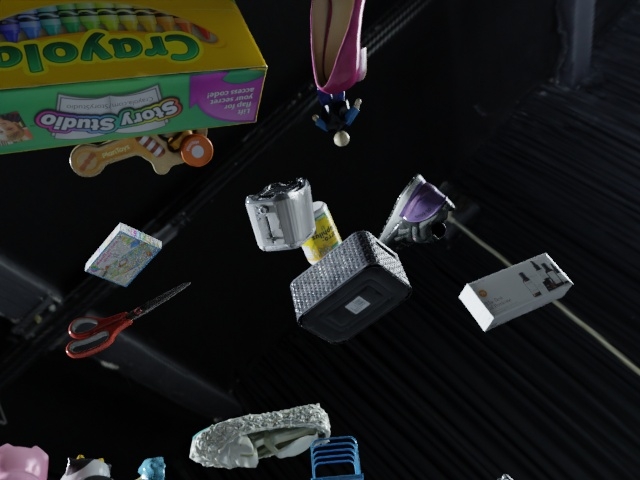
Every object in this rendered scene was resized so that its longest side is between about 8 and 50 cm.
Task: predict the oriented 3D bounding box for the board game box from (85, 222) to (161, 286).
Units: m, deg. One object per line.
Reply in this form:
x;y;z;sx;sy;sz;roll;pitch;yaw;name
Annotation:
-0.446;0.036;1.322;0.103;0.026;0.154;29;-57;-34;board game box

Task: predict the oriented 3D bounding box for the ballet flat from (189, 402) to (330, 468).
-0.157;0.557;1.631;0.408;0.147;0.147;-11;-47;-17;ballet flat

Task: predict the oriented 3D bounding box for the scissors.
-0.425;0.179;1.321;0.296;0.109;0.021;-18;-45;-16;scissors

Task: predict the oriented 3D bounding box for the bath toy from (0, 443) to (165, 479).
-0.376;0.321;0.761;0.348;0.129;0.151;22;-32;-32;bath toy

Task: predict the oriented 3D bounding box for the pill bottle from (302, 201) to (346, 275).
0.000;0.000;1.739;0.117;0.117;0.209;-31;-70;-22;pill bottle

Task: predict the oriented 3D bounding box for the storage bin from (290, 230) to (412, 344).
0.050;0.085;1.005;0.180;0.084;0.122;-38;-50;21;storage bin

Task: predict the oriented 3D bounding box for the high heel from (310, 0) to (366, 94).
0.011;-0.320;0.772;0.117;0.082;0.244;-41;-48;-57;high heel

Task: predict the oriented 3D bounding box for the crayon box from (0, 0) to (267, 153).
-0.288;-0.262;0.694;0.362;0.313;0.106;-13;-30;-24;crayon box

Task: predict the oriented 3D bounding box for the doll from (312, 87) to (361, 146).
0.039;-0.320;1.403;0.046;0.129;0.189;-2;-98;-67;doll

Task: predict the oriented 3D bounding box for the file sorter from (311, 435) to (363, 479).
0.036;0.553;1.402;0.118;0.105;0.170;-5;-40;-2;file sorter

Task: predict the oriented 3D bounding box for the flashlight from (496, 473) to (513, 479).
0.414;0.541;1.000;0.103;0.304;0.103;-35;-33;-20;flashlight

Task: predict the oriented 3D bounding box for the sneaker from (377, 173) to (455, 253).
0.214;-0.021;1.334;0.107;0.124;0.283;-50;-11;-27;sneaker

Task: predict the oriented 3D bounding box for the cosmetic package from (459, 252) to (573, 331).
0.437;0.111;1.305;0.238;0.099;0.060;-18;-35;-24;cosmetic package

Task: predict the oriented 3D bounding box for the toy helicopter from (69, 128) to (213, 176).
-0.462;-0.268;1.479;0.354;0.140;0.235;-24;-61;-15;toy helicopter

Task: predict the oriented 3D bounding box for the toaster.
-0.090;-0.065;1.466;0.227;0.129;0.147;-44;-53;-64;toaster
